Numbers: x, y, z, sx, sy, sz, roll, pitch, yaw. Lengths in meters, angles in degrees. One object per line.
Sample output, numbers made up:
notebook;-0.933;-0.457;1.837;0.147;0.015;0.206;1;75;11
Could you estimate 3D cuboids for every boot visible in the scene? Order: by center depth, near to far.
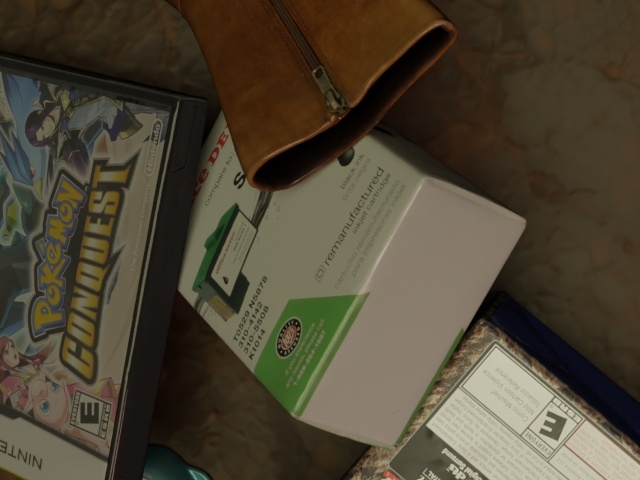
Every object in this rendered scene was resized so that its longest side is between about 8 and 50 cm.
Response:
boot;0.002;-0.205;0.885;0.264;0.096;0.280;-41;47;13

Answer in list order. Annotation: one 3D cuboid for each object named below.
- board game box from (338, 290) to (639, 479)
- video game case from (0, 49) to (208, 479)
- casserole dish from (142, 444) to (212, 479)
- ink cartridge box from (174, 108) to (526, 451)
board game box;0.107;0.220;0.957;0.232;0.141;0.291;41;102;6
video game case;-0.198;0.017;1.004;0.248;0.035;0.275;16;99;36
casserole dish;-0.154;0.226;1.066;0.188;0.037;0.114;-31;89;12
ink cartridge box;0.000;0.000;0.921;0.219;0.092;0.160;40;104;51
